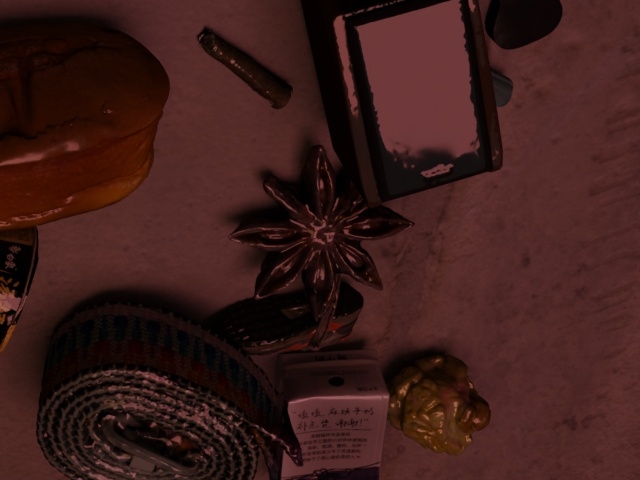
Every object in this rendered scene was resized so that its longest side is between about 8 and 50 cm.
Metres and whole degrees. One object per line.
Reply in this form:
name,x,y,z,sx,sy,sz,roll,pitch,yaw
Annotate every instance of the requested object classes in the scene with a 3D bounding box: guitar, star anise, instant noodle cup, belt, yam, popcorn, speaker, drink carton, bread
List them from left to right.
instant noodle cup,-0.374,0.034,1.429,0.122,0.151,0.151,20,115,-23
bread,-0.278,-0.116,1.321,0.270,0.195,0.142,-13,136,-22
belt,-0.186,0.209,1.591,0.295,0.160,0.207,33,118,-24
yam,-0.083,-0.182,1.476,0.129,0.027,0.033,31,106,-39
star anise,-0.001,0.000,1.620,0.230,0.081,0.262,-8,117,-21
drink carton,0.008,0.254,1.793,0.134,0.102,0.222,-1,126,-9
speaker,0.080,-0.182,1.426,0.153,0.192,0.230,-16,123,-5
popcorn,0.154,0.223,1.843,0.126,0.125,0.145,-34,114,16
guitar,0.213,-0.315,1.521,0.088,0.025,0.233,-24,132,-7

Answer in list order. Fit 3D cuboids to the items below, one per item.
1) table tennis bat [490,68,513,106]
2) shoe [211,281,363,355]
table tennis bat,0.130,-0.211,1.556,0.237,0.038,0.149,26,111,-35
shoe,-0.039,0.113,1.697,0.194,0.074,0.077,-15,138,-18
